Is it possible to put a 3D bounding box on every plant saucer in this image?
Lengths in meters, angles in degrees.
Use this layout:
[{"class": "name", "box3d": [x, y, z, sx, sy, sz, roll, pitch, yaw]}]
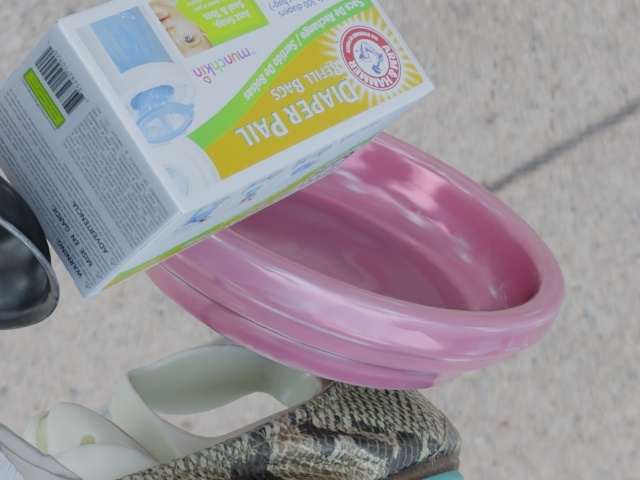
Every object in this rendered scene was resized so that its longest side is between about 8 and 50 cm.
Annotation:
[{"class": "plant saucer", "box3d": [0.000, 0.000, 1.232, 0.332, 0.332, 0.084, 21, 111, -6]}]

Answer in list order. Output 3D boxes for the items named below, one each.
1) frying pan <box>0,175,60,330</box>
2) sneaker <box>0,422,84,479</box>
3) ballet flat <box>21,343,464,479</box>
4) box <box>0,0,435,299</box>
[{"class": "frying pan", "box3d": [-0.278, -0.017, 0.913, 0.326, 0.053, 0.197, 6, 153, 23]}, {"class": "sneaker", "box3d": [-0.133, 0.089, 0.652, 0.080, 0.094, 0.212, -45, 143, -13]}, {"class": "ballet flat", "box3d": [-0.083, 0.160, 1.111, 0.182, 0.483, 0.164, 50, 121, 13]}, {"class": "box", "box3d": [-0.056, -0.071, 0.941, 0.114, 0.203, 0.103, 56, 136, 4]}]
